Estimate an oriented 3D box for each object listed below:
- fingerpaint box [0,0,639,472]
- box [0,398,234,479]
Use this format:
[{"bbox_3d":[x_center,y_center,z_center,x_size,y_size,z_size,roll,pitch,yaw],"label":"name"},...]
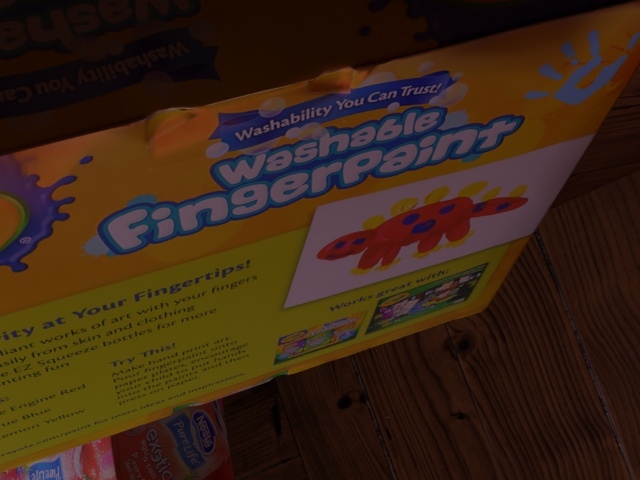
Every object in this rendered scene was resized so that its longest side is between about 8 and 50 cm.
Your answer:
[{"bbox_3d":[-0.075,-0.037,0.568,0.445,0.163,0.371,-17,155,-15],"label":"fingerpaint box"},{"bbox_3d":[-0.252,0.254,1.093,0.154,0.142,0.300,-6,174,-44],"label":"box"}]
